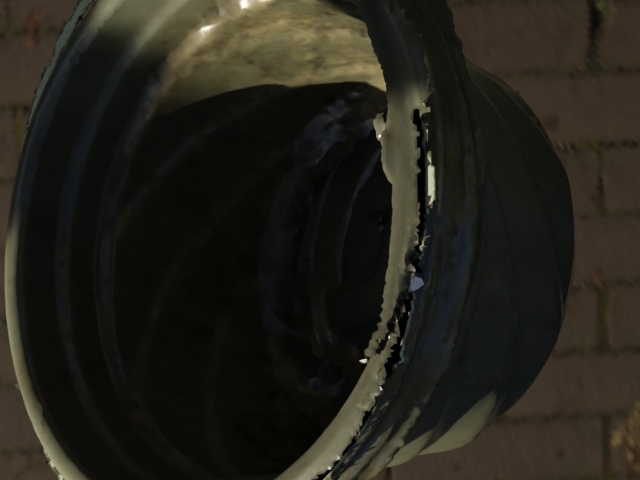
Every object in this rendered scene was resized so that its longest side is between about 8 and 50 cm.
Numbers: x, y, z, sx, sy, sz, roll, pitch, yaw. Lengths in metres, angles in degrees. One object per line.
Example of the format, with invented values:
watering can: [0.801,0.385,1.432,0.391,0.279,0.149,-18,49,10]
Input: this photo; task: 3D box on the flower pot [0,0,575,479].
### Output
flower pot: [0.000,0.000,0.730,0.141,0.235,0.235,8,110,-43]
